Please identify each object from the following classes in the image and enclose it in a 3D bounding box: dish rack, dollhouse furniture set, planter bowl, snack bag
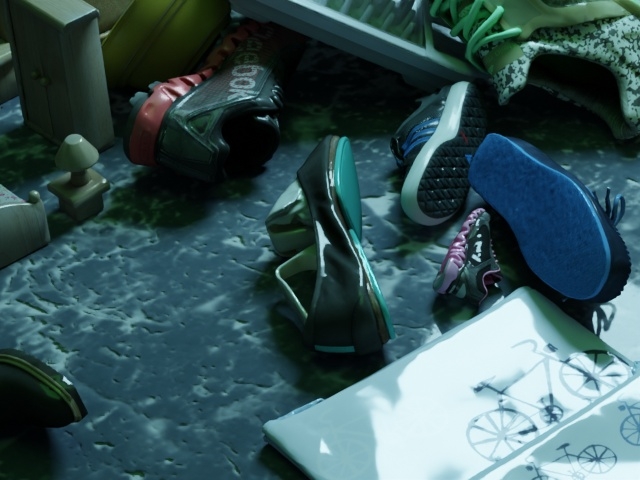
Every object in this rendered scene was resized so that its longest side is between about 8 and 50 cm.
[{"bbox_3d":[0.032,-0.282,1.978,0.332,0.072,0.285,21,38,-14],"label":"dish rack"},{"bbox_3d":[-0.393,-0.117,1.801,0.355,0.174,0.303,-31,46,-31],"label":"dollhouse furniture set"},{"bbox_3d":[-0.158,-0.225,1.945,0.090,0.217,0.217,38,45,-5],"label":"planter bowl"},{"bbox_3d":[0.173,0.174,1.514,0.323,0.037,0.342,-27,44,-26],"label":"snack bag"}]

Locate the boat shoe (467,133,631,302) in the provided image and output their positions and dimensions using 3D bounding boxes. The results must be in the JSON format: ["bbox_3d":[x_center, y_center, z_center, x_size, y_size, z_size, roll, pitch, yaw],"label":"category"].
[{"bbox_3d":[0.232,-0.028,1.702,0.089,0.109,0.258,19,27,-31],"label":"boat shoe"}]

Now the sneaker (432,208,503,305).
[{"bbox_3d":[0.147,0.018,1.711,0.057,0.047,0.119,27,44,1],"label":"sneaker"}]

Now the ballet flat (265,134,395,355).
[{"bbox_3d":[0.000,0.000,1.700,0.096,0.095,0.280,-15,39,4],"label":"ballet flat"}]

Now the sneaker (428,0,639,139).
[{"bbox_3d":[0.191,-0.232,1.868,0.410,0.158,0.182,23,56,0],"label":"sneaker"}]

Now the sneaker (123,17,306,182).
[{"bbox_3d":[-0.078,-0.141,1.874,0.135,0.098,0.276,26,42,19],"label":"sneaker"}]

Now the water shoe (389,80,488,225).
[{"bbox_3d":[0.108,-0.079,1.822,0.080,0.073,0.203,-12,31,33],"label":"water shoe"}]

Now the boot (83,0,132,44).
[{"bbox_3d":[-0.189,-0.327,2.096,0.112,0.115,0.305,23,45,31],"label":"boot"}]

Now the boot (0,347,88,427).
[{"bbox_3d":[-0.308,0.157,1.547,0.198,0.077,0.137,8,43,34],"label":"boot"}]
